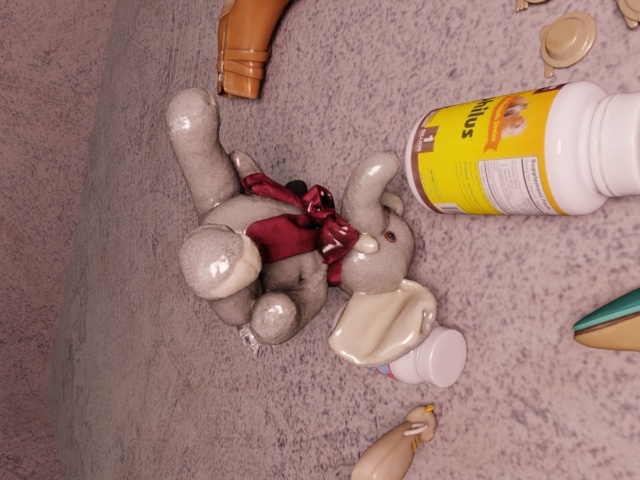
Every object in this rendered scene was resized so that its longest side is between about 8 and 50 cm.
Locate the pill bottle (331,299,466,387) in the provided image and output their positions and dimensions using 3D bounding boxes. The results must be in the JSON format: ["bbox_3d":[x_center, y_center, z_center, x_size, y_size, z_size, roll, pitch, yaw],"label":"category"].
[{"bbox_3d":[0.093,0.125,0.601,0.160,0.087,0.087,7,93,52],"label":"pill bottle"}]

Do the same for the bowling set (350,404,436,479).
[{"bbox_3d":[0.088,0.364,0.578,0.200,0.154,0.287,46,122,20],"label":"bowling set"}]

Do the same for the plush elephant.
[{"bbox_3d":[0.000,0.000,0.557,0.330,0.255,0.272,78,174,-45],"label":"plush elephant"}]

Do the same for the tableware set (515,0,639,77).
[{"bbox_3d":[0.267,-0.250,0.466,0.168,0.020,0.141,-16,74,51],"label":"tableware set"}]

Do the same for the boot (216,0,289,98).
[{"bbox_3d":[-0.121,-0.372,0.878,0.283,0.109,0.220,17,100,52],"label":"boot"}]

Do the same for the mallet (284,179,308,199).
[{"bbox_3d":[-0.080,-0.052,0.870,0.189,0.039,0.062,-21,73,52],"label":"mallet"}]

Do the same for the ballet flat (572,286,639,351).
[{"bbox_3d":[0.304,0.044,0.360,0.232,0.080,0.073,-47,68,40],"label":"ballet flat"}]

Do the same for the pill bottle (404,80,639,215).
[{"bbox_3d":[0.195,-0.082,0.465,0.215,0.117,0.117,5,91,51],"label":"pill bottle"}]
